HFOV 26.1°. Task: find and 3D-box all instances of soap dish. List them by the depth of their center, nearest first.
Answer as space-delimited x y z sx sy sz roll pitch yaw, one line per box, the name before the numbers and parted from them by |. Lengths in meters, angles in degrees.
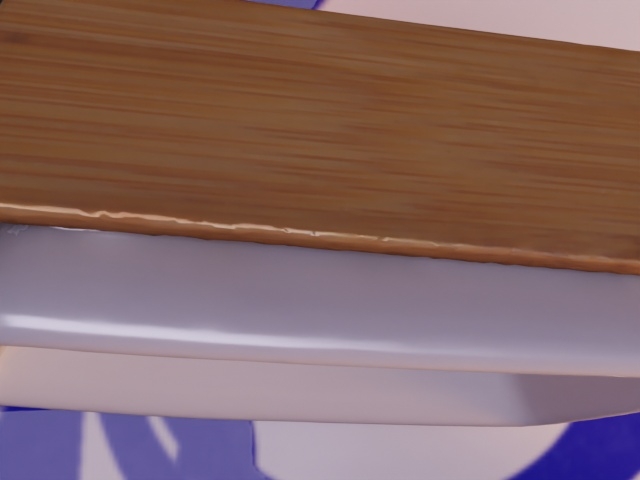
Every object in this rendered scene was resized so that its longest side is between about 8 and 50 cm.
soap dish | 0.000 0.000 0.505 0.290 0.229 0.118 5 77 -15

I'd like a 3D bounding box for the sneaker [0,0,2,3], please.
sneaker | -0.151 -0.087 0.548 0.083 0.031 0.035 -30 101 -10
